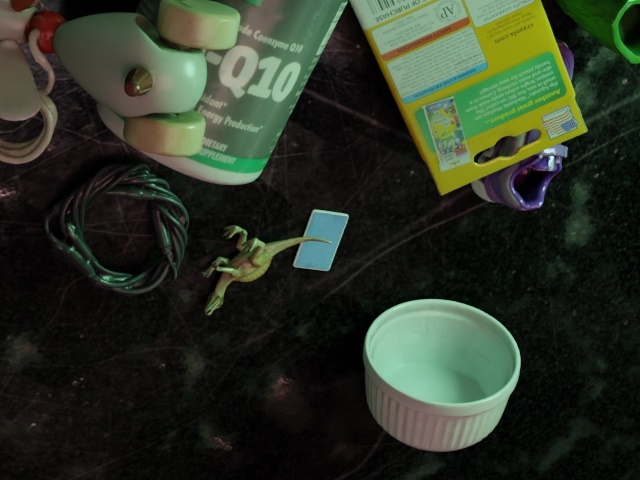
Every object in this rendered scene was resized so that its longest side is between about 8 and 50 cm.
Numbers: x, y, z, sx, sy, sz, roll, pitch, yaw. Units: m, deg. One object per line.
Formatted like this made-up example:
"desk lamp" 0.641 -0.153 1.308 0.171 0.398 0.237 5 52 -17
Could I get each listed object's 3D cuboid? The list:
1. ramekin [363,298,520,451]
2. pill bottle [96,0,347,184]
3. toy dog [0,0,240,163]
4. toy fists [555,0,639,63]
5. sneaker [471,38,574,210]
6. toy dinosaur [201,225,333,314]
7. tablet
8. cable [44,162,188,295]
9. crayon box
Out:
"ramekin" 0.156 0.184 2.117 0.207 0.207 0.109 -11 132 -20
"pill bottle" -0.083 -0.259 1.723 0.204 0.204 0.361 15 111 -32
"toy dog" -0.249 -0.184 1.598 0.334 0.161 0.220 -2 98 20
"toy fists" 0.314 -0.327 1.903 0.096 0.142 0.279 -49 138 2
"sneaker" 0.277 -0.138 2.037 0.095 0.104 0.236 5 115 -27
"toy dinosaur" -0.084 0.019 2.000 0.183 0.053 0.092 -33 144 4
"tablet" 0.000 0.000 2.047 0.054 0.006 0.083 7 114 -29
"cable" -0.231 -0.011 1.908 0.150 0.047 0.184 -45 125 -1
"crayon box" 0.170 -0.232 1.904 0.203 0.083 0.323 -24 124 5
